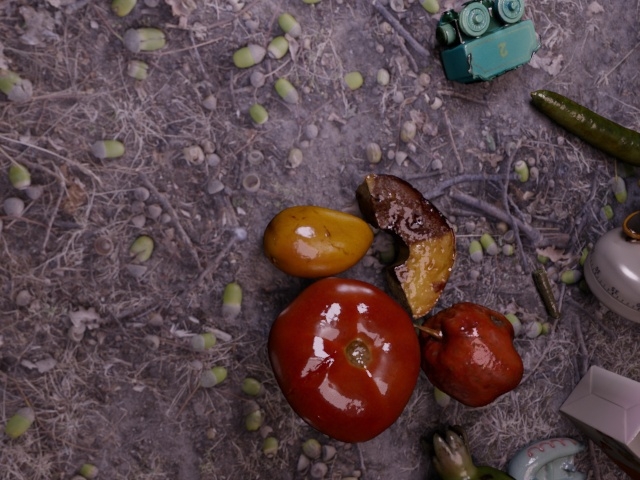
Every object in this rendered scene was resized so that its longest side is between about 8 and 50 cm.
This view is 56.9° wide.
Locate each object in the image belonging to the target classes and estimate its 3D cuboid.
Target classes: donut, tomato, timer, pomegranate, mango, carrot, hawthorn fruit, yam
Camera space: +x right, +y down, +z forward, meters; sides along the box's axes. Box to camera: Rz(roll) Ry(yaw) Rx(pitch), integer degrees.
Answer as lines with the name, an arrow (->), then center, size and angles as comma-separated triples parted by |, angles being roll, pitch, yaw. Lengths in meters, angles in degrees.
donut -> 0.176, -0.010, 1.188 | 0.151, 0.112, 0.295 | -24, 100, -20
tomato -> 0.042, 0.219, 1.094 | 0.298, 0.226, 0.299 | 7, 66, -16
timer -> 0.710, 0.087, 1.323 | 0.233, 0.240, 0.234 | 3, 49, -4
pomegranate -> 0.328, 0.543, 1.231 | 0.242, 0.242, 0.306 | 5, 62, -18
mango -> 0.000, 0.000, 1.124 | 0.219, 0.112, 0.145 | -4, 68, -15
carrot -> 0.620, -0.255, 1.333 | 0.358, 0.074, 0.074 | 22, 87, -16
hawthorn fruit -> 0.273, 0.209, 1.175 | 0.243, 0.207, 0.207 | 29, 85, -26
yam -> 0.517, 0.128, 1.344 | 0.033, 0.027, 0.129 | -31, 102, -45

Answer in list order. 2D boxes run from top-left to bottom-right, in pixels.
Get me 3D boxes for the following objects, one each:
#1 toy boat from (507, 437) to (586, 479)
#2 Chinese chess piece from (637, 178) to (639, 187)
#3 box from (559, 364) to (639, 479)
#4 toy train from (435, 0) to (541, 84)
toy boat -> 0.528, 0.528, 1.349 | 0.207, 0.079, 0.134 | -4, 97, -19
Chinese chess piece -> 0.797, -0.059, 1.270 | 0.251, 0.251, 0.097 | 43, 115, -15
box -> 0.751, 0.463, 1.338 | 0.341, 0.225, 0.143 | 42, 83, -15
toy train -> 0.342, -0.417, 1.217 | 0.203, 0.112, 0.163 | -24, 106, -14
